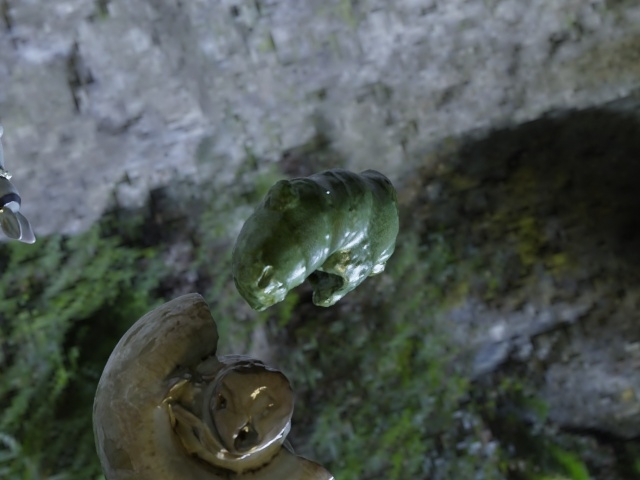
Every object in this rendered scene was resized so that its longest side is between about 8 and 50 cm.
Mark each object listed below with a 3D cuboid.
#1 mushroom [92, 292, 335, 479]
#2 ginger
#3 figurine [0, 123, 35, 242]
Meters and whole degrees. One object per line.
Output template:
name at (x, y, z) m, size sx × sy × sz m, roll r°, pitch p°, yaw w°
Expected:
mushroom at (-0.115, 0.193, 1.349) m, size 0.253 × 0.189 × 0.195 m, roll 49°, pitch -18°, yaw -4°
ginger at (0.004, -0.001, 1.356) m, size 0.089 × 0.137 × 0.290 m, roll 30°, pitch 11°, yaw 19°
figurine at (-0.376, -0.051, 1.558) m, size 0.081 × 0.098 × 0.146 m, roll -3°, pitch 70°, yaw -55°
